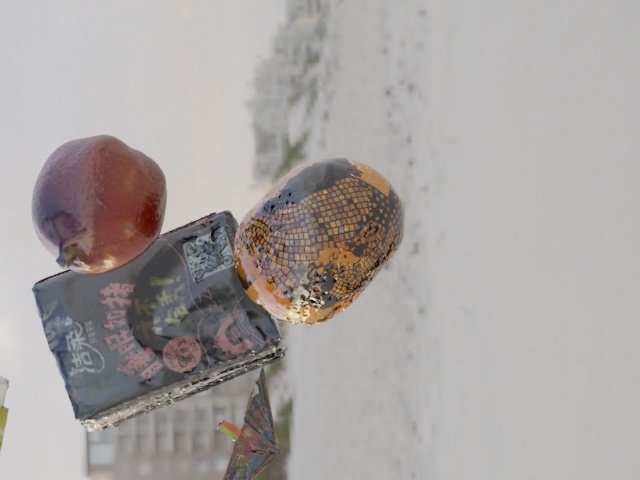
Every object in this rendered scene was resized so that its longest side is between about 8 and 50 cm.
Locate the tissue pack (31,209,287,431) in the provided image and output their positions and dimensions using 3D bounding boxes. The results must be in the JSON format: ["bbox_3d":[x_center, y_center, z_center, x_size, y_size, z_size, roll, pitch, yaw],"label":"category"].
[{"bbox_3d":[-0.238,0.115,2.149,0.123,0.332,0.245,74,174,-71],"label":"tissue pack"}]

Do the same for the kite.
[{"bbox_3d":[-0.110,0.318,2.232,0.183,0.014,0.241,43,-116,-53],"label":"kite"}]

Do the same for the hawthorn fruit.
[{"bbox_3d":[-0.276,-0.034,1.777,0.169,0.169,0.188,82,-151,-53],"label":"hawthorn fruit"}]

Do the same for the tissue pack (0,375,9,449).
[{"bbox_3d":[-0.269,0.113,0.838,0.149,0.106,0.099,18,-101,-65],"label":"tissue pack"}]

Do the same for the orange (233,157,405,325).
[{"bbox_3d":[0.000,0.000,1.820,0.182,0.234,0.234,50,176,10],"label":"orange"}]
